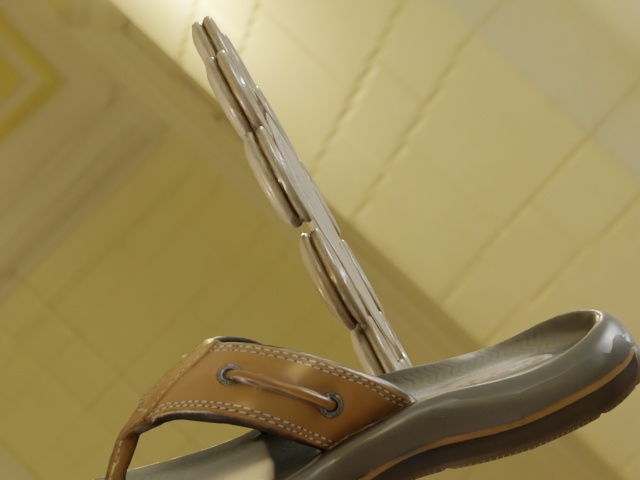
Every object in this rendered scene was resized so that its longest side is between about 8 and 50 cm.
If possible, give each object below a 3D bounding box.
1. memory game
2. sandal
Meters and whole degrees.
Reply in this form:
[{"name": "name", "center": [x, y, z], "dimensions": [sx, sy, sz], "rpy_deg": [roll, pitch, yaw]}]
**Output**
[{"name": "memory game", "center": [0.000, 0.000, 0.711], "dimensions": [0.012, 0.186, 0.186], "rpy_deg": [-28, -4, 3]}, {"name": "sandal", "center": [-0.006, 0.051, 0.573], "dimensions": [0.219, 0.060, 0.090], "rpy_deg": [-18, 9, -14]}]
